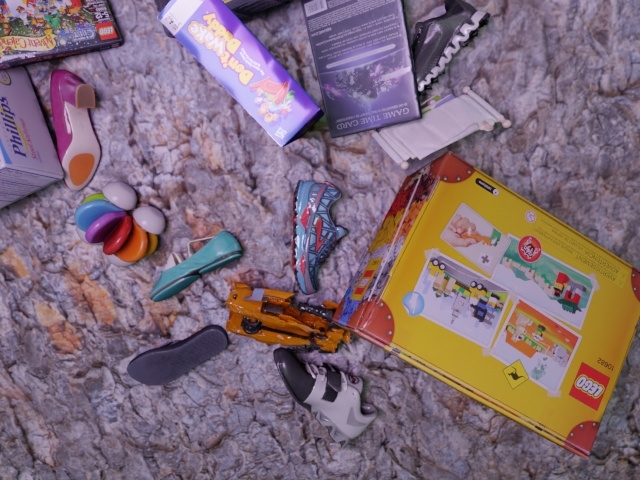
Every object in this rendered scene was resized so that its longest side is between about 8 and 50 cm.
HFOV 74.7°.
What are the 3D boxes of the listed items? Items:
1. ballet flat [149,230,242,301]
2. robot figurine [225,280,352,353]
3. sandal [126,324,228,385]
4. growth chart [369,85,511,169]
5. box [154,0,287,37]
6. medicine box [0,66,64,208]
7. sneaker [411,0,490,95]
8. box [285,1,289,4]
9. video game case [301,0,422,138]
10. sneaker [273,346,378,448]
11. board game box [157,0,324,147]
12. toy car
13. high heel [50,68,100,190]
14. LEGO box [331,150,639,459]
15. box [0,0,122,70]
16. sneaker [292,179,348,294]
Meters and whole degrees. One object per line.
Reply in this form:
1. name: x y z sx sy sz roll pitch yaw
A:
1. ballet flat: -0.297 0.051 0.968 0.247 0.083 0.087 -29 79 9
2. robot figurine: -0.068 0.182 0.960 0.291 0.085 0.211 12 141 -5
3. sandal: -0.349 0.284 1.045 0.255 0.054 0.097 -21 111 -3
4. growth chart: 0.226 -0.233 0.841 0.237 0.172 0.021 -23 141 5
5. box: -0.145 -0.571 0.715 0.395 0.097 0.318 -10 104 24
6. medicine box: -0.714 -0.196 0.827 0.289 0.149 0.263 -23 86 7
7. sneaker: 0.213 -0.374 0.834 0.106 0.078 0.234 43 109 4
8. box: -0.028 -0.557 0.810 0.162 0.029 0.116 -27 104 10
9. video game case: 0.081 -0.357 0.827 0.196 0.026 0.274 -6 108 27
10. sneaker: 0.019 0.350 1.020 0.146 0.122 0.330 -37 114 3
11. board game box: -0.101 -0.282 0.723 0.078 0.347 0.233 -42 100 12
12. toy car: -0.447 -0.026 0.910 0.182 0.136 0.159 42 103 -10
13. high heel: -0.542 -0.234 0.901 0.117 0.082 0.244 30 122 25
14. LEGO box: 0.339 0.124 0.842 0.500 0.193 0.372 30 80 -7
15. box: -0.527 -0.433 0.796 0.233 0.044 0.159 -23 105 -20
16. sneaker: 0.000 0.000 0.926 0.125 0.104 0.261 1 106 -1
